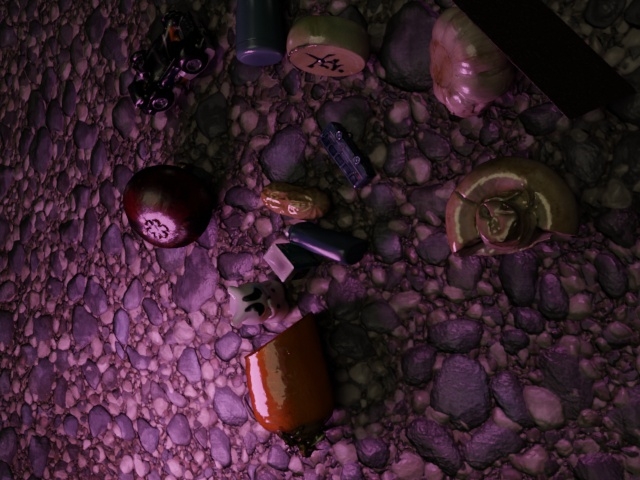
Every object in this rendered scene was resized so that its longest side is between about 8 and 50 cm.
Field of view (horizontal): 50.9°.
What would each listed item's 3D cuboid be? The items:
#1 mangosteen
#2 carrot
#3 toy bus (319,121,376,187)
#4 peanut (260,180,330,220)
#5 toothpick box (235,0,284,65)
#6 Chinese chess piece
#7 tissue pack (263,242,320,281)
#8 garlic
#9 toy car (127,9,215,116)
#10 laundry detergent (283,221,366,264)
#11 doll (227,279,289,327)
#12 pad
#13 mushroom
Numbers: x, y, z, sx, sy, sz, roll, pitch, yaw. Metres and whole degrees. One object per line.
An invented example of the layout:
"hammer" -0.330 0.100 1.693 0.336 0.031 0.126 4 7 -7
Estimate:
"mangosteen" -0.398 -0.113 1.792 0.236 0.235 0.261 -27 34 31
"carrot" -0.074 0.354 1.578 0.214 0.193 0.331 -16 85 -8
"toy bus" 0.062 -0.200 1.568 0.065 0.047 0.165 -45 69 30
"peanut" -0.065 -0.095 1.628 0.194 0.093 0.083 11 124 30
"toothpick box" -0.150 -0.535 1.656 0.120 0.120 0.184 -4 86 33
"Chinese chess piece" 0.018 -0.432 1.506 0.189 0.188 0.083 1 80 33
"tissue pack" -0.075 0.058 1.624 0.085 0.111 0.079 49 117 22
"garlic" 0.333 -0.361 1.338 0.212 0.218 0.218 -15 81 -9
"toy car" -0.414 -0.478 1.831 0.301 0.118 0.193 -43 60 27
"laundry detergent" 0.000 0.001 1.583 0.206 0.097 0.061 19 117 31
"doll" -0.150 0.153 1.645 0.107 0.181 0.110 -17 81 19
"pad" 0.414 -0.362 1.249 0.330 0.220 0.004 54 146 20
"mushroom" 0.353 -0.070 1.296 0.254 0.195 0.188 -18 78 29
